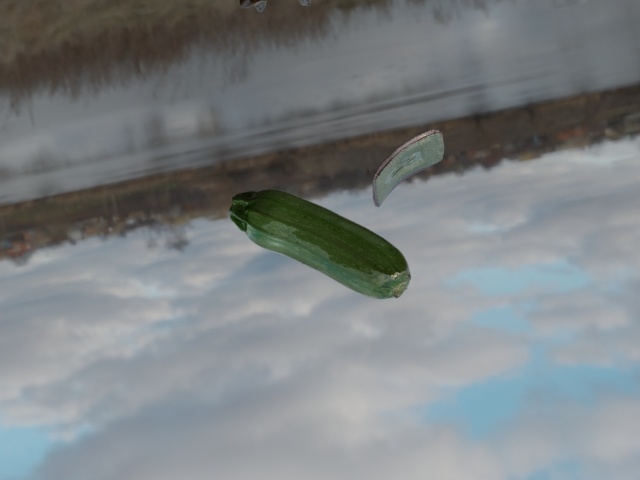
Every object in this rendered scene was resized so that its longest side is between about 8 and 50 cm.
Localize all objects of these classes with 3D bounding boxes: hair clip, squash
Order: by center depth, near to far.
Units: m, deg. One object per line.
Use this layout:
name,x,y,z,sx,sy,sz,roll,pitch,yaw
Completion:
squash,0.000,0.000,1.094,0.219,0.068,0.077,24,-130,10
hair clip,0.107,-0.093,1.260,0.022,0.054,0.137,29,-127,35

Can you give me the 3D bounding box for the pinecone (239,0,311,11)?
pinecone,-0.037,-0.325,0.920,0.179,0.205,0.184,22,-154,0
